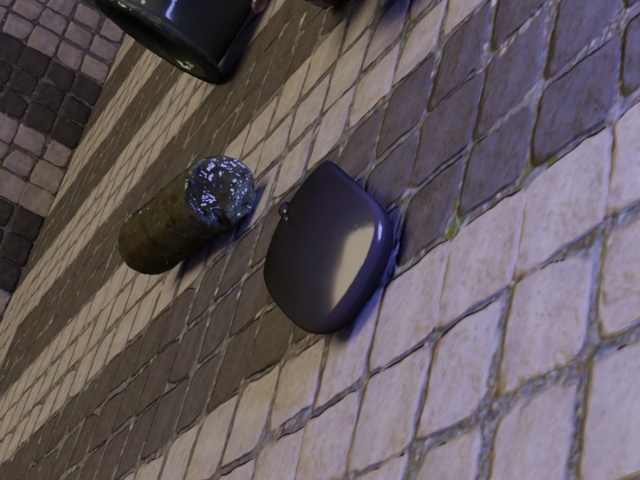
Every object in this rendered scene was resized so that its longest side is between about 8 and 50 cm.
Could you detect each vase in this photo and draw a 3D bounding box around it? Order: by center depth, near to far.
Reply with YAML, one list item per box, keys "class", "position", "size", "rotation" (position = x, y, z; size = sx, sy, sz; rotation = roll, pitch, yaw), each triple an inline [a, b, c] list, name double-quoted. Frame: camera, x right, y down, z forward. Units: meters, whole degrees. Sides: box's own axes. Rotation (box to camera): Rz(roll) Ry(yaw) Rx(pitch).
- class: "vase"
  position: [-0.179, -0.425, 1.861]
  size: [0.291, 0.245, 0.245]
  rotation: [-58, 17, -3]

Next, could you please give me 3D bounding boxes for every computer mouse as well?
- class: "computer mouse"
  position: [-0.001, 0.000, 0.997]
  size: [0.120, 0.057, 0.232]
  rotation: [-59, 18, 9]

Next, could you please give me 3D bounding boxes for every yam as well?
- class: "yam"
  position: [-0.162, -0.028, 1.434]
  size: [0.259, 0.093, 0.093]
  rotation: [-29, 38, 60]

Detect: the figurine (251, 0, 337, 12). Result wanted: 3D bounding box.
- class: "figurine"
  position: [-0.009, -0.353, 1.382]
  size: [0.260, 0.103, 0.205]
  rotation: [-45, -17, -34]
